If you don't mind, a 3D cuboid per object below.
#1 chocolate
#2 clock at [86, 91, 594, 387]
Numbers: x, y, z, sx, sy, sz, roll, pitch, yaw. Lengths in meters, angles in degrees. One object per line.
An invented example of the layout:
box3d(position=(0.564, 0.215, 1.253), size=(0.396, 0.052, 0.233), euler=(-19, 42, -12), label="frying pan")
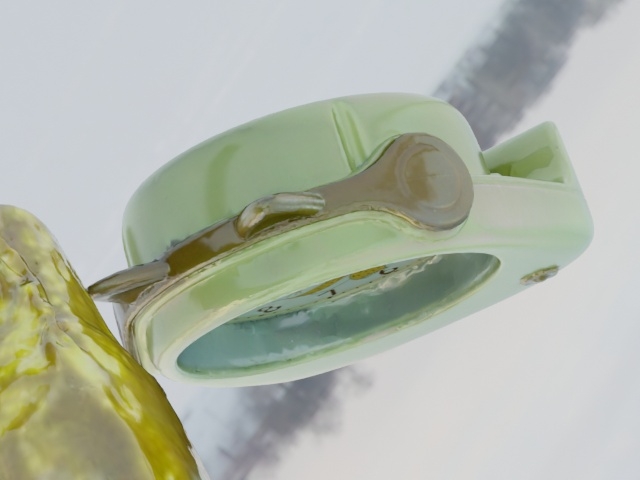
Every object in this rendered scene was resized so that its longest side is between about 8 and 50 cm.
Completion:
box3d(position=(-0.124, 0.151, 0.917), size=(0.162, 0.445, 0.162), euler=(-16, 142, -13), label="chocolate")
box3d(position=(0.000, 0.000, 1.187), size=(0.286, 0.117, 0.348), euler=(-26, 163, 27), label="clock")
